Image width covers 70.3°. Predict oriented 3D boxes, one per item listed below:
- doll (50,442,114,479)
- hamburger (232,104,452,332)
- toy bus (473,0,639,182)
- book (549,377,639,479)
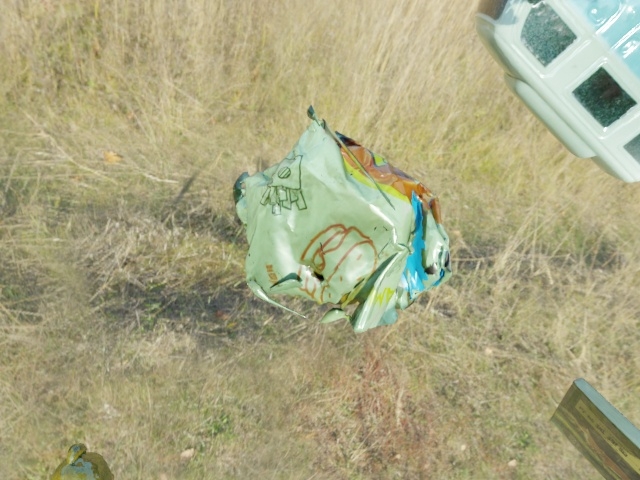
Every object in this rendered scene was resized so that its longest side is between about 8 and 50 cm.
[{"bbox_3d":[-0.381,0.417,0.660,0.097,0.137,0.209,1,43,9],"label":"doll"},{"bbox_3d":[-0.002,0.008,0.552,0.260,0.276,0.150,48,46,-11],"label":"hamburger"},{"bbox_3d":[0.278,-0.194,0.458,0.271,0.165,0.133,38,26,-15],"label":"toy bus"},{"bbox_3d":[0.427,0.304,0.678,0.024,0.228,0.160,-35,54,-7],"label":"book"}]
